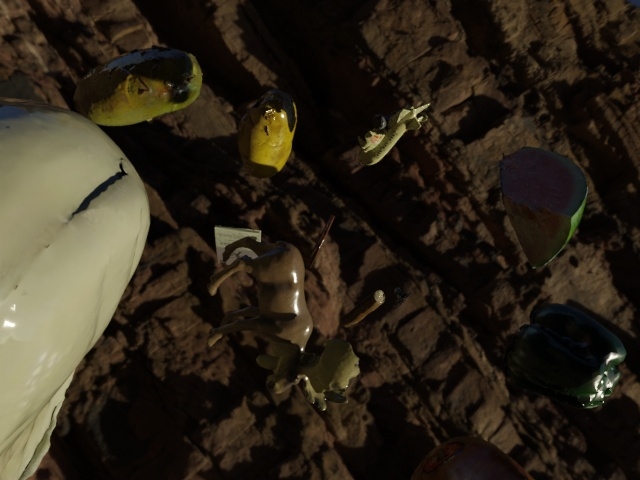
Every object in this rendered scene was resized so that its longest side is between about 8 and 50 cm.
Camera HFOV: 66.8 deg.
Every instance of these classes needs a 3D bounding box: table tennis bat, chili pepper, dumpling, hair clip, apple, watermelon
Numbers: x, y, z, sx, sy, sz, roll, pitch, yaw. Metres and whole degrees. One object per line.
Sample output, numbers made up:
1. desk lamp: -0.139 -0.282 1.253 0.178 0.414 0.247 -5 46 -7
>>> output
1. table tennis bat: 0.000 0.000 1.121 0.019 0.130 0.220 26 2 -1
2. chili pepper: 0.638 0.308 1.280 0.256 0.248 0.233 27 -28 41
3. dumpling: -0.246 0.059 0.377 0.395 0.233 0.316 -107 -167 -60
4. hair clip: 0.215 0.157 1.333 0.039 0.030 0.115 46 -17 15
5. apple: 0.391 0.688 1.176 0.400 0.333 0.400 42 -8 7
6. watermelon: 0.388 -0.055 0.847 0.128 0.231 0.146 -6 -52 23

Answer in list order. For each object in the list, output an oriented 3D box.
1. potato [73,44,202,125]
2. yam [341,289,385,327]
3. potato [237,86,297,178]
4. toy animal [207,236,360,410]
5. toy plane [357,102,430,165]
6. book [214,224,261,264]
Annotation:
1. potato: -0.414 -0.350 1.100 0.176 0.298 0.141 -109 -175 -46
2. yam: 0.137 0.231 1.622 0.057 0.056 0.241 49 -39 7
3. potato: -0.156 -0.309 1.422 0.140 0.172 0.300 61 -28 27
4. toy animal: -0.042 0.106 0.589 0.186 0.094 0.214 3 -77 6
5. toy plane: 0.167 -0.272 1.245 0.244 0.229 0.092 -31 -95 51
6. book: -0.231 0.021 1.362 0.127 0.014 0.182 7 -35 -4
